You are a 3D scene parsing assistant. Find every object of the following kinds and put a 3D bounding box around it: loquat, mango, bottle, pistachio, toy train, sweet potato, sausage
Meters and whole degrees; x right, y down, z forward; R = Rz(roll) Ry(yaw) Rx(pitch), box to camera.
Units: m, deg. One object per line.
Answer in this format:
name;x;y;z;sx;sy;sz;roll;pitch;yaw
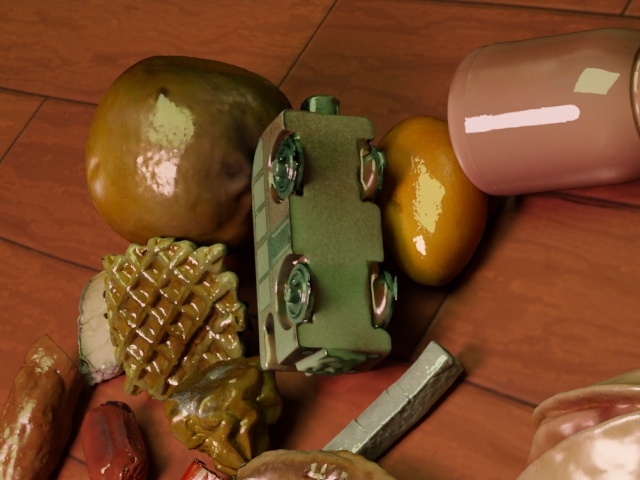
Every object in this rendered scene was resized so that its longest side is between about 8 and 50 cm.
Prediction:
loquat;-0.151;-0.094;2.205;0.276;0.276;0.284;-51;31;-9
mango;0.125;-0.044;2.051;0.144;0.112;0.219;-26;54;25
bottle;0.301;-0.126;1.928;0.296;0.173;0.206;-5;84;37
pistachio;0.303;0.204;1.557;0.308;0.230;0.230;-13;47;46
toy train;0.000;0.000;2.013;0.159;0.129;0.326;137;133;-58
sweet potato;-0.357;0.237;2.238;0.097;0.097;0.252;-10;53;36
sausage;-0.245;0.249;2.139;0.076;0.076;0.141;-38;40;8

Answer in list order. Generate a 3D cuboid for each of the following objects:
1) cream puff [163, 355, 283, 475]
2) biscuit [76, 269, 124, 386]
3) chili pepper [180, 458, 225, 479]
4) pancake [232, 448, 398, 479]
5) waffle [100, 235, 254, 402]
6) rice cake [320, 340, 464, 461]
cream puff;-0.101;0.202;2.028;0.146;0.116;0.146;-24;9;4
biscuit;-0.243;0.106;2.297;0.188;0.040;0.265;-47;38;-8
chili pepper;-0.151;0.335;1.991;0.088;0.065;0.169;30;84;25
pancake;-0.046;0.377;1.820;0.382;0.071;0.382;-21;50;28
waffle;-0.173;0.097;2.131;0.207;0.214;0.054;-4;15;27
rice cake;0.054;0.206;1.928;0.245;0.042;0.045;-43;43;2
